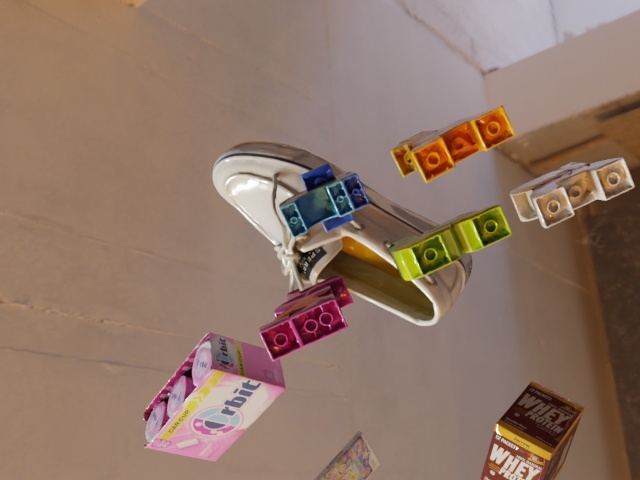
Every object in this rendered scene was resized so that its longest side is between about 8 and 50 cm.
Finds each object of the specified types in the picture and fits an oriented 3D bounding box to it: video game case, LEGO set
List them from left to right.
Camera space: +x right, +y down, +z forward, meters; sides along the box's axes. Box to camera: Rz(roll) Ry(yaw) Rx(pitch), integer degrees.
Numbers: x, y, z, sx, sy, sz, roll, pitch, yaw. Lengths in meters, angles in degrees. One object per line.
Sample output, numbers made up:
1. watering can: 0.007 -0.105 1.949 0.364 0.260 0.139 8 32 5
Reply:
1. video game case: 0.037 0.366 1.141 0.122 0.011 0.087 -43 -53 -23
2. LEGO set: 0.055 -0.024 0.453 0.093 0.227 0.087 -118 4 -81

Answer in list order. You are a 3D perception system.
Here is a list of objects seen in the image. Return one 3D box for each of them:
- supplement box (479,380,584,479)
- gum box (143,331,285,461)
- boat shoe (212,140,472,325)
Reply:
1. supplement box: 0.470 0.459 1.640 0.191 0.129 0.194 -30 -44 -45
2. gum box: -0.144 0.211 0.961 0.107 0.188 0.062 22 -147 -31
3. boat shoe: 0.000 0.007 0.930 0.367 0.135 0.156 29 -133 9
